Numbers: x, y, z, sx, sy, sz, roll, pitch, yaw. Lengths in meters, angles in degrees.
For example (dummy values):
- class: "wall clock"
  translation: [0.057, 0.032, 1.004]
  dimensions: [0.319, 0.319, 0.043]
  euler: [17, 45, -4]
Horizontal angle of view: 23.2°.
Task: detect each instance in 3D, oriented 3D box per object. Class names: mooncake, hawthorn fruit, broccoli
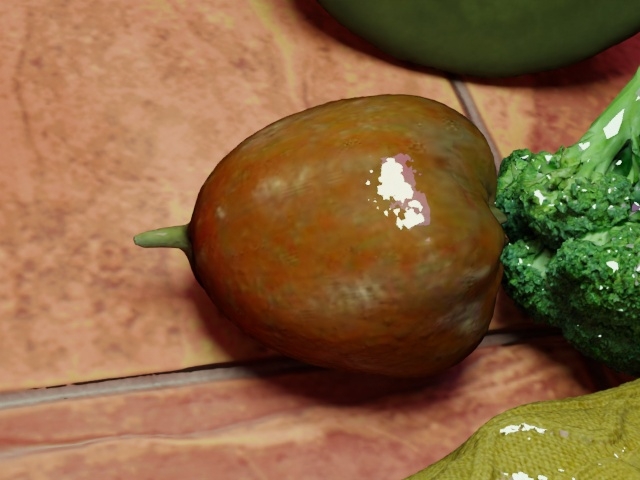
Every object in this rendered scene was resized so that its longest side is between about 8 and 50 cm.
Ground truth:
- class: "mooncake"
  translation: [0.139, -0.301, 1.254]
  dimensions: [0.351, 0.351, 0.187]
  euler: [9, 46, -6]
- class: "hawthorn fruit"
  translation: [0.000, 0.000, 1.056]
  dimensions: [0.251, 0.199, 0.199]
  euler: [-4, 49, -1]
- class: "broccoli"
  translation: [0.246, -0.035, 1.098]
  dimensions: [0.270, 0.270, 0.270]
  euler: [8, 8, -1]

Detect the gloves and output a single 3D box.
- class: "gloves"
  translation: [0.133, 0.183, 0.934]
  dimensions: [0.356, 0.155, 0.203]
  euler: [-28, 57, -29]
